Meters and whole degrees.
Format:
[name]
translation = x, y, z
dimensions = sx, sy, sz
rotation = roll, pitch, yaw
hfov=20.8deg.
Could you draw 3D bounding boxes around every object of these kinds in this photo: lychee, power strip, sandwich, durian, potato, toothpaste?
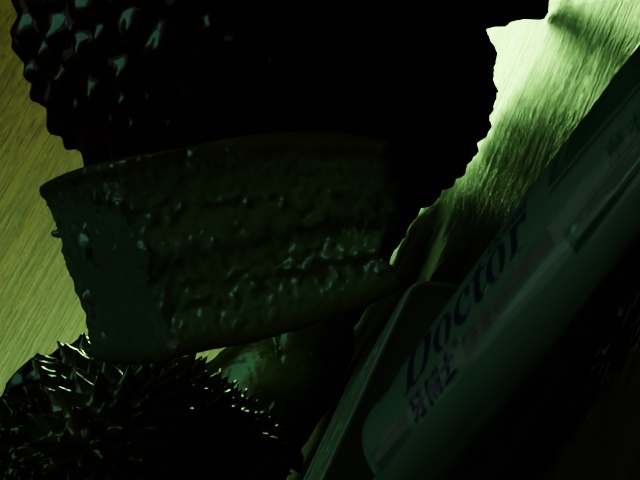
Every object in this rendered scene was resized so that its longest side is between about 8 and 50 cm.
[lychee]
translation = -0.022, -0.130, 0.988
dimensions = 0.276, 0.304, 0.275
rotation = 175, 90, -86
[power strip]
translation = 0.007, 0.103, 0.697
dimensions = 0.252, 0.027, 0.060
rotation = -64, 2, -24
[sandwich]
translation = -0.062, 0.004, 0.811
dimensions = 0.258, 0.096, 0.094
rotation = -11, 93, 61
[durian]
translation = -0.133, 0.133, 0.920
dimensions = 0.193, 0.138, 0.237
rotation = -55, -31, 9
[potato]
translation = -0.051, 0.122, 1.129
dimensions = 0.225, 0.090, 0.117
rotation = -54, 1, 35
[toothpaste]
translation = 0.063, 0.002, 0.422
dimensions = 0.064, 0.041, 0.218
rotation = -86, 22, -53

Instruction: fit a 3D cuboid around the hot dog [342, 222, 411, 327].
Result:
[hot dog]
translation = 0.000, 0.000, 1.228
dimensions = 0.213, 0.103, 0.146
rotation = -62, 1, 11
